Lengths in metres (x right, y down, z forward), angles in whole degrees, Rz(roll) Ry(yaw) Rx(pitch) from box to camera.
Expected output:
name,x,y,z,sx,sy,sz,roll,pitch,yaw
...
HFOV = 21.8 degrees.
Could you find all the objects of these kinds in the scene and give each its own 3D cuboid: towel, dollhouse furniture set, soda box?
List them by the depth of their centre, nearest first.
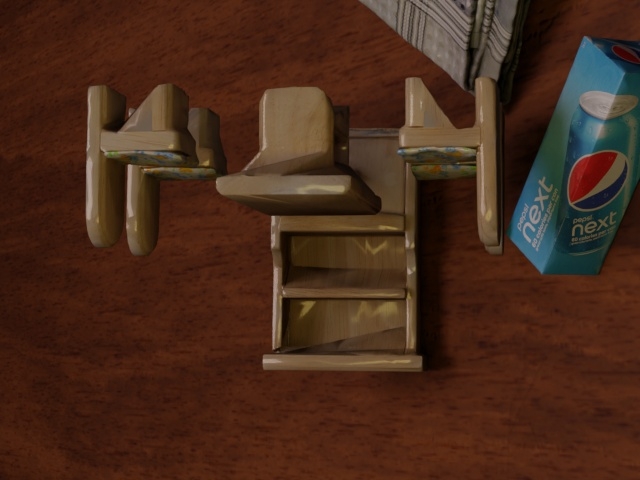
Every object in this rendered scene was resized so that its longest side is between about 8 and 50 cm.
name,x,y,z,sx,sy,sz,roll,pitch,yaw
soda box,0.242,-0.074,1.492,0.071,0.067,0.210,55,136,47
dollhouse furniture set,0.000,0.000,1.614,0.394,0.362,0.257,23,-113,-80
towel,0.092,-0.321,1.626,0.324,0.056,0.312,43,143,31
